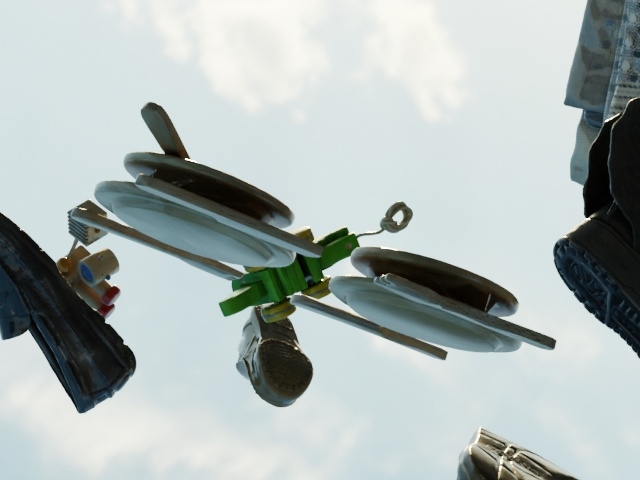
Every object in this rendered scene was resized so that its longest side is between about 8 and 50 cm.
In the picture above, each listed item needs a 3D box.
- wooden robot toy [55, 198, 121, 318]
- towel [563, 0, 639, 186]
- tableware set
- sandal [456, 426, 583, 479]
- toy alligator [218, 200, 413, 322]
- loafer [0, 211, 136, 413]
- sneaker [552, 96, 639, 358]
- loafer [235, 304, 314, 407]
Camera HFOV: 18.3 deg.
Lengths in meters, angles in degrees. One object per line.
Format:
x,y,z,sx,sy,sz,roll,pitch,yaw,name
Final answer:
-0.240,0.043,1.882,0.079,0.173,0.076,-32,-111,-35,wooden robot toy
0.294,-0.165,1.302,0.056,0.312,0.324,8,-179,-39,towel
0.000,0.000,0.837,0.194,0.039,0.128,22,168,-17,tableware set
0.137,0.184,1.448,0.090,0.060,0.219,29,-173,10,sandal
-0.011,0.016,1.629,0.189,0.051,0.056,-28,-76,-26,toy alligator
-0.256,0.056,1.760,0.223,0.078,0.076,50,165,-10,loafer
0.175,0.020,0.942,0.089,0.051,0.170,-38,-94,-27,sneaker
-0.042,0.109,1.728,0.056,0.050,0.148,22,-160,-13,loafer
